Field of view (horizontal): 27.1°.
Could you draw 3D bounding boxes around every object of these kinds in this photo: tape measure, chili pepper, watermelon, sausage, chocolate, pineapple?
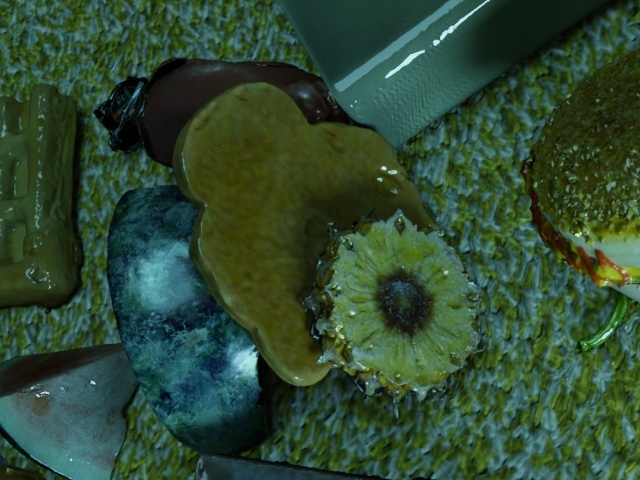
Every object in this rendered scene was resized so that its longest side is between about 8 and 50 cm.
[{"bbox_3d":[-0.240,-0.162,1.702,0.094,0.054,0.091,-38,58,17],"label":"tape measure"},{"bbox_3d":[0.288,0.079,1.342,0.083,0.017,0.030,-51,54,1],"label":"chili pepper"},{"bbox_3d":[-0.308,0.195,1.596,0.202,0.136,0.207,-10,26,-16],"label":"watermelon"},{"bbox_3d":[-0.106,0.078,1.470,0.148,0.226,0.318,-15,96,22],"label":"watermelon"},{"bbox_3d":[-0.094,-0.139,1.556,0.280,0.152,0.152,10,75,33],"label":"sausage"},{"bbox_3d":[0.018,0.277,1.345,0.321,0.112,0.112,4,74,29],"label":"chocolate"},{"bbox_3d":[0.079,0.071,1.361,0.047,0.221,0.221,148,134,-62],"label":"pineapple"}]

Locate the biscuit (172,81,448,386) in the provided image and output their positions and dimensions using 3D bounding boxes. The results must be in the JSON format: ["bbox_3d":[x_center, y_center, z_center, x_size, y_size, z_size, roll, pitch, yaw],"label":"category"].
[{"bbox_3d":[-0.002,0.001,1.401,0.269,0.051,0.376,-38,91,-27],"label":"biscuit"}]

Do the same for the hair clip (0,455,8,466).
[{"bbox_3d":[-0.406,0.350,1.585,0.124,0.052,0.195,-18,69,15],"label":"hair clip"}]

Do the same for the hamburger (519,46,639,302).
[{"bbox_3d":[0.333,-0.075,1.248,0.294,0.179,0.276,-35,32,16],"label":"hamburger"}]

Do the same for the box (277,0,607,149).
[{"bbox_3d":[0.121,-0.338,1.515,0.344,0.177,0.352,-35,58,12],"label":"box"}]

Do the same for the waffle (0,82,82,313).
[{"bbox_3d":[-0.474,-0.036,1.760,0.348,0.077,0.304,-12,65,24],"label":"waffle"}]

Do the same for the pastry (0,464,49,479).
[{"bbox_3d":[-0.352,0.399,1.458,0.255,0.162,0.310,12,85,10],"label":"pastry"}]
